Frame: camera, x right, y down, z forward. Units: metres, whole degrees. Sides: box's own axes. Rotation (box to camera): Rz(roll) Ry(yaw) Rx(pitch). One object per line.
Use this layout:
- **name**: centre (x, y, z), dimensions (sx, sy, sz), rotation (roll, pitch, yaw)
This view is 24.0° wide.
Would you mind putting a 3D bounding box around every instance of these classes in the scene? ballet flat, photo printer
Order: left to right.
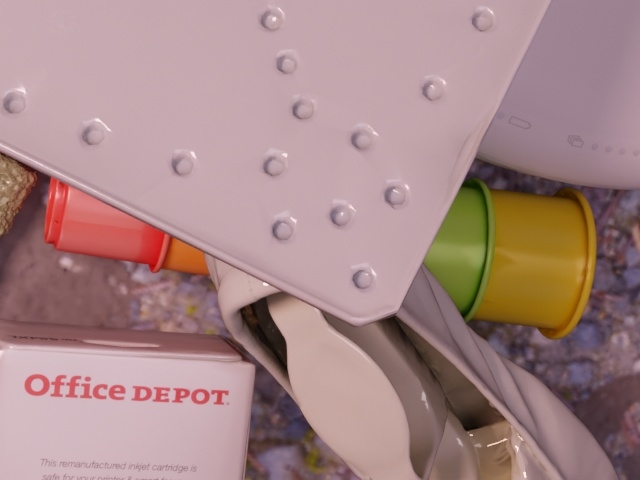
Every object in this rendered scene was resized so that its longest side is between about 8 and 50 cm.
- **ballet flat**: centre (0.056, 0.109, 0.843), dimensions (0.139, 0.139, 0.400), rotation (-42, 124, -5)
- **photo printer**: centre (0.172, -0.186, 0.890), dimensions (0.256, 0.107, 0.307), rotation (10, 96, -16)

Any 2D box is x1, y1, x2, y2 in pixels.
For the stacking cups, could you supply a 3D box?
- **stacking cups**: centre (0.000, 0.000, 0.880), dimensions (0.316, 0.096, 0.096), rotation (5, 97, -15)

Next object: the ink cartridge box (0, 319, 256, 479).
- **ink cartridge box**: centre (-0.127, 0.154, 0.875), dimensions (0.148, 0.086, 0.203), rotation (5, 96, -16)

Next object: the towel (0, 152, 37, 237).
- **towel**: centre (-0.245, -0.029, 0.846), dimensions (0.148, 0.027, 0.110), rotation (28, 90, -16)

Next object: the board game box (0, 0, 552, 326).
- **board game box**: centre (-0.061, -0.204, 0.738), dimensions (0.390, 0.050, 0.390), rotation (26, 75, 4)
